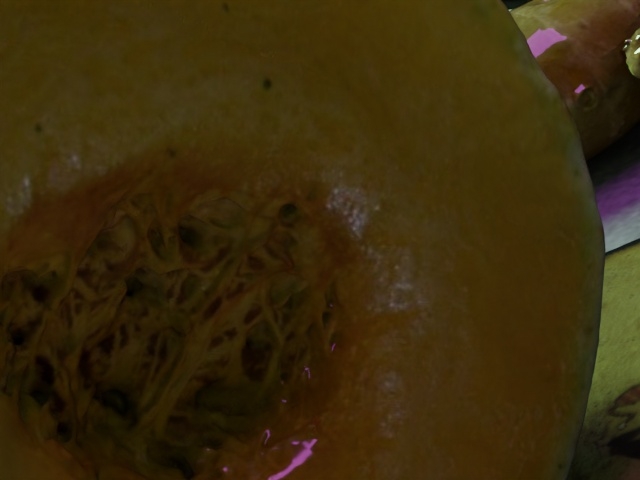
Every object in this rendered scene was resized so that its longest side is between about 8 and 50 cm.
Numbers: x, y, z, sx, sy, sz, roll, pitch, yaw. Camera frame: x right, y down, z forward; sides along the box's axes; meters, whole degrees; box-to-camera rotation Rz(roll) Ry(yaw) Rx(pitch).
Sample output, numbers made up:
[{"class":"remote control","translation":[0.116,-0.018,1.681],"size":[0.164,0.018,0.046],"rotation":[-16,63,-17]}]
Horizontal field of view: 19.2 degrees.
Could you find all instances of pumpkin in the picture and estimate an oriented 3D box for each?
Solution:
[{"class":"pumpkin","translation":[-0.086,0.019,0.707],"size":[0.332,0.332,0.199],"rotation":[-36,20,-17]}]

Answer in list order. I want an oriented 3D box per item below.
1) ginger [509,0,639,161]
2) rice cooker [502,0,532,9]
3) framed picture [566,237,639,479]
[{"class":"ginger","translation":[0.233,-0.143,0.934],"size":[0.348,0.122,0.363],"rotation":[-48,15,-22]},{"class":"rice cooker","translation":[0.111,-0.346,1.179],"size":[0.335,0.335,0.325],"rotation":[-38,-14,-23]},{"class":"framed picture","translation":[0.236,0.012,0.744],"size":[0.339,0.014,0.255],"rotation":[-23,21,15]}]
